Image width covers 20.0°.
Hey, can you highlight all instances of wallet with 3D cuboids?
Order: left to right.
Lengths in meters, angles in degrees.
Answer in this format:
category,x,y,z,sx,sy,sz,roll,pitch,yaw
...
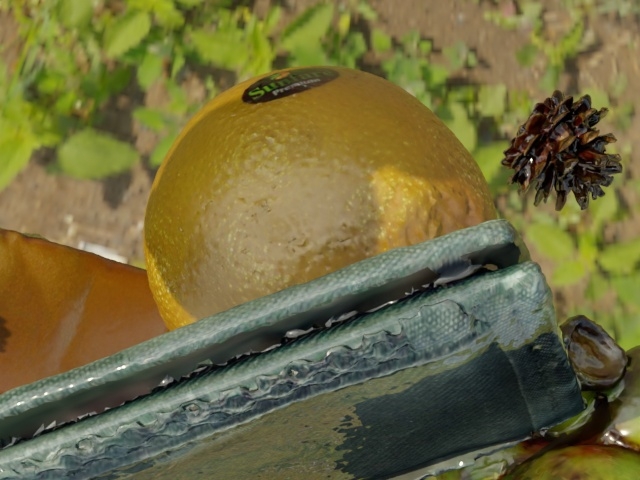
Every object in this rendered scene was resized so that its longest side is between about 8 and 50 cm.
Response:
category,x,y,z,sx,sy,sz,roll,pitch,yaw
wallet,-0.045,0.095,0.890,0.342,0.075,0.237,-21,155,6

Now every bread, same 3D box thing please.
category,x,y,z,sx,sy,sz,roll,pitch,yaw
bread,-0.171,0.087,1.541,0.361,0.077,0.138,18,91,-36

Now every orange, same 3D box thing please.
category,x,y,z,sx,sy,sz,roll,pitch,yaw
orange,0.000,0.000,1.382,0.274,0.274,0.274,2,127,2

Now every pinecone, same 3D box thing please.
category,x,y,z,sx,sy,sz,roll,pitch,yaw
pinecone,0.271,-0.096,2.006,0.121,0.140,0.140,44,124,13

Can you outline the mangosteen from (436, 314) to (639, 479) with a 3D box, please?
category,x,y,z,sx,sy,sz,roll,pitch,yaw
mangosteen,0.187,0.222,1.139,0.311,0.311,0.311,2,127,2
